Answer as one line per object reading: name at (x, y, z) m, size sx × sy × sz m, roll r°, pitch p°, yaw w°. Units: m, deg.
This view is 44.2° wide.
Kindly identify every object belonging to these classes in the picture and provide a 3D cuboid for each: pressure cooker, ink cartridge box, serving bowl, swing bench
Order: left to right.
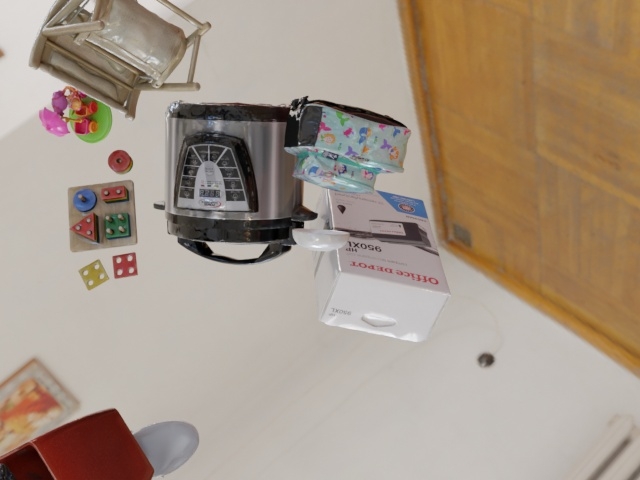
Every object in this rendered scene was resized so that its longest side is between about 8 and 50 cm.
swing bench at (-0.406, -0.396, 1.608) m, size 0.254 × 0.165 × 0.253 m, roll -12°, pitch 153°, yaw 40°
pressure cooker at (-0.214, -0.145, 2.027) m, size 0.369 × 0.375 × 0.421 m, roll 20°, pitch 110°, yaw 58°
serving bowl at (0.000, 0.000, 1.130) m, size 0.083 × 0.083 × 0.027 m, roll 15°, pitch 102°, yaw 62°
ink cartridge box at (0.138, 0.043, 1.985) m, size 0.395 × 0.285 × 0.166 m, roll -97°, pitch 22°, yaw -52°

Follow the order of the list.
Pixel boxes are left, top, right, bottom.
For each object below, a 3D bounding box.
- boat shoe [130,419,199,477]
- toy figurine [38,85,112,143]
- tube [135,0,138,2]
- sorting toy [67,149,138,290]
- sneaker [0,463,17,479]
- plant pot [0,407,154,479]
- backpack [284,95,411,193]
boat shoe at (-0.476, 0.552, 1.960) m, size 0.136 × 0.367 × 0.156 m, roll 62°, pitch 166°, yaw -2°
toy figurine at (-0.594, -0.311, 1.872) m, size 0.130 × 0.159 × 0.173 m, roll 11°, pitch 105°, yaw 20°
tube at (-0.552, -0.649, 2.389) m, size 0.080 × 0.052 × 0.207 m, roll 4°, pitch 130°, yaw 28°
sorting toy at (-0.431, -0.044, 1.543) m, size 0.046 × 0.132 × 0.275 m, roll 79°, pitch -176°, yaw -76°
sneaker at (-0.697, 0.474, 1.546) m, size 0.221 × 0.087 × 0.083 m, roll 31°, pitch -153°, yaw -29°
plant pot at (-0.529, 0.517, 1.719) m, size 0.267 × 0.235 × 0.267 m, roll -30°, pitch 92°, yaw 37°
backpack at (0.060, -0.198, 1.683) m, size 0.225 × 0.253 × 0.191 m, roll -161°, pitch 77°, yaw -75°
